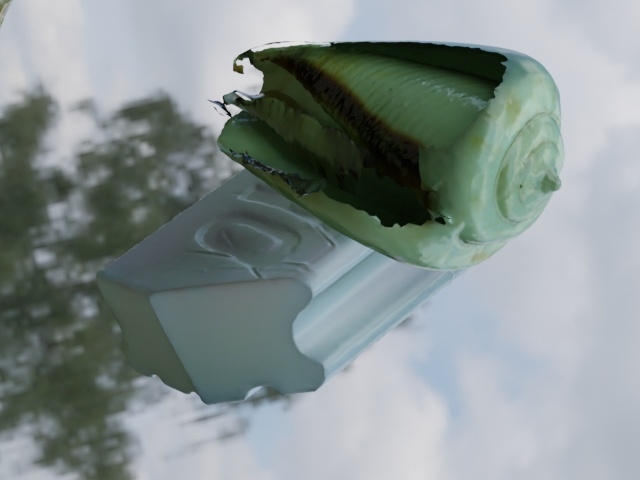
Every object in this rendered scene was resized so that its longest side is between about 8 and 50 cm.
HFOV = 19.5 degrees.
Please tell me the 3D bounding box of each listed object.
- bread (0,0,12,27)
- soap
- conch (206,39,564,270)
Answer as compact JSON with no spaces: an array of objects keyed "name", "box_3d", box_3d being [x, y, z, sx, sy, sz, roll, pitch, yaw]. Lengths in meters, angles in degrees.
[{"name":"bread","box_3d":[-0.345,-0.211,1.405,0.395,0.239,0.264,-40,-151,42]},{"name":"soap","box_3d":[0.000,0.000,1.359,0.173,0.289,0.095,19,-44,47]},{"name":"conch","box_3d":[0.029,-0.061,1.116,0.137,0.250,0.143,67,41,-60]}]
